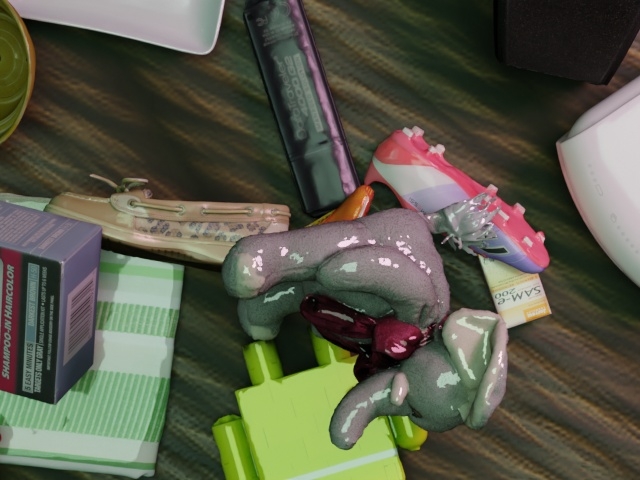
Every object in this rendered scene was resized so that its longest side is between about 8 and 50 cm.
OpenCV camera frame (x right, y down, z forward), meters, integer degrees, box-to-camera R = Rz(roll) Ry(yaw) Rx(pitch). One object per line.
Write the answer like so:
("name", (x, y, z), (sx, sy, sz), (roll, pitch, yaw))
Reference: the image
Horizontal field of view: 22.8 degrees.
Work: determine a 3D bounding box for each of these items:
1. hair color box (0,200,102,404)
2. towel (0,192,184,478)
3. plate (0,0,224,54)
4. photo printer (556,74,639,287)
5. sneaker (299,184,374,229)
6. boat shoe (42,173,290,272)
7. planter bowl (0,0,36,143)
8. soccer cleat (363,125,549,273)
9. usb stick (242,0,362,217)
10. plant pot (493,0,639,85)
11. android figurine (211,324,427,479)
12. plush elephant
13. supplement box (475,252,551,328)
("hair color box", (-0.445, 0.041, 1.804), (0.375, 0.113, 0.185), (14, 116, 13))
("towel", (-0.296, 0.114, 1.902), (0.248, 0.038, 0.324), (6, 87, 0))
("plate", (-0.233, -0.380, 1.908), (0.278, 0.045, 0.277), (12, 88, 2))
("photo printer", (0.446, -0.092, 1.838), (0.308, 0.107, 0.256), (-33, 96, 3))
("sneaker", (0.000, 0.000, 1.862), (0.067, 0.064, 0.175), (38, 109, -1))
("boat shoe", (-0.178, -0.023, 1.848), (0.285, 0.104, 0.089), (12, 82, -9))
("planter bowl", (-0.404, -0.212, 1.869), (0.217, 0.090, 0.217), (6, 104, 25))
("soccer cleat", (0.160, -0.033, 1.863), (0.248, 0.083, 0.095), (42, 112, 14))
("usb stick", (-0.022, -0.163, 1.897), (0.077, 0.045, 0.278), (-18, 88, 8))
("plant pot", (0.284, -0.275, 1.830), (0.188, 0.188, 0.167), (12, 100, 2))
("android figurine", (0.002, 0.237, 1.879), (0.248, 0.056, 0.272), (-18, 86, 0))
("plush elephant", (0.076, 0.111, 1.726), (0.330, 0.272, 0.255), (-16, 75, -10))
("supplement box", (0.230, 0.051, 1.887), (0.062, 0.036, 0.098), (-20, 88, 1))
